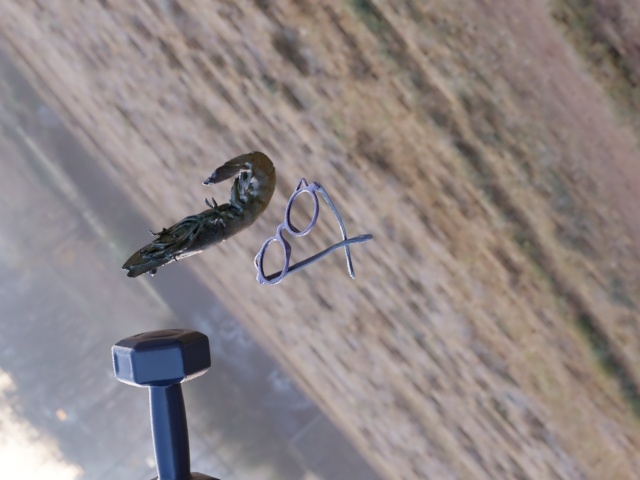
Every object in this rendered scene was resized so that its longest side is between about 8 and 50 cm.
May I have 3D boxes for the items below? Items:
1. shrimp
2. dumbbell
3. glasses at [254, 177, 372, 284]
[{"bbox_3d":[-0.186,-0.045,2.243,0.058,0.296,0.169,41,146,32],"label":"shrimp"},{"bbox_3d":[-0.242,0.306,2.304,0.160,0.144,0.325,-13,-82,-63],"label":"dumbbell"},{"bbox_3d":[0.000,0.000,1.619,0.103,0.140,0.062,9,-149,-37],"label":"glasses"}]
